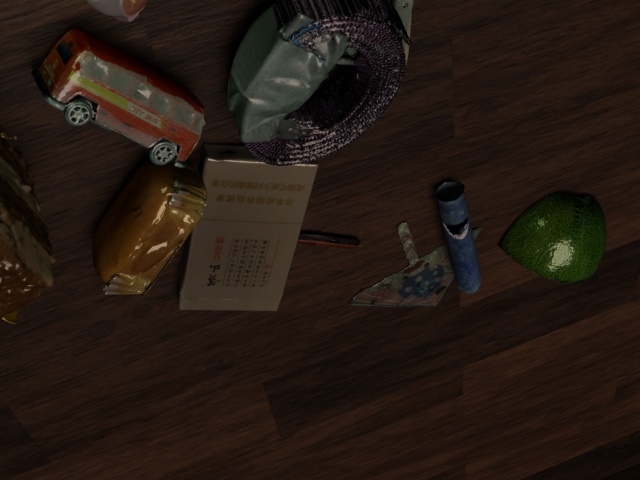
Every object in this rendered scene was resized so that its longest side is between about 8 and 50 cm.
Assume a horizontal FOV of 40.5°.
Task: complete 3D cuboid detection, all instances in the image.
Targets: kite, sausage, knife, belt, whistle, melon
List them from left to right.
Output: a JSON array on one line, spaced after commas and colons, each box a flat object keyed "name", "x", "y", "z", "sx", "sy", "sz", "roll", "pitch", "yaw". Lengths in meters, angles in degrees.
[{"name": "belt", "x": -0.011, "y": -0.258, "z": 1.389, "sx": 0.260, "sy": 0.122, "sz": 0.325, "roll": 10, "pitch": 137, "yaw": -37}, {"name": "sausage", "x": 0.000, "y": 0.000, "z": 1.726, "sx": 0.198, "sy": 0.025, "sz": 0.028, "roll": 6, "pitch": 171, "yaw": -29}, {"name": "knife", "x": 0.133, "y": -0.342, "z": 1.462, "sx": 0.044, "sy": 0.023, "sz": 0.162, "roll": -9, "pitch": 135, "yaw": -16}, {"name": "kite", "x": 0.210, "y": 0.064, "z": 1.901, "sx": 0.335, "sy": 0.011, "sz": 0.314, "roll": -30, "pitch": 137, "yaw": 1}, {"name": "whistle", "x": 0.295, "y": -0.001, "z": 1.831, "sx": 0.062, "sy": 0.062, "sz": 0.304, "roll": -24, "pitch": 136, "yaw": -3}, {"name": "melon", "x": 0.555, "y": -0.007, "z": 1.922, "sx": 0.264, "sy": 0.129, "sz": 0.169, "roll": 2, "pitch": 127, "yaw": -26}]

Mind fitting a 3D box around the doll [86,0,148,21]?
[{"name": "doll", "x": -0.260, "y": -0.414, "z": 1.125, "sx": 0.150, "sy": 0.151, "sz": 0.287, "roll": -5, "pitch": 139, "yaw": -22}]

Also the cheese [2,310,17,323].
[{"name": "cheese", "x": -0.536, "y": 0.057, "z": 1.408, "sx": 0.126, "sy": 0.171, "sz": 0.093, "roll": -39, "pitch": 136, "yaw": 13}]

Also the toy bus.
[{"name": "toy bus", "x": -0.290, "y": -0.212, "z": 1.316, "sx": 0.265, "sy": 0.121, "sz": 0.120, "roll": 26, "pitch": 107, "yaw": -41}]

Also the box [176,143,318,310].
[{"name": "box", "x": -0.142, "y": -0.012, "z": 1.609, "sx": 0.204, "sy": 0.051, "sz": 0.365, "roll": 2, "pitch": 130, "yaw": -19}]

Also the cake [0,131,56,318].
[{"name": "cake", "x": -0.562, "y": -0.027, "z": 1.235, "sx": 0.282, "sy": 0.290, "sz": 0.256, "roll": -26, "pitch": 136, "yaw": 4}]

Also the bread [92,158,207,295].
[{"name": "bread", "x": -0.295, "y": -0.028, "z": 1.472, "sx": 0.107, "sy": 0.136, "sz": 0.241, "roll": 21, "pitch": 119, "yaw": -36}]
